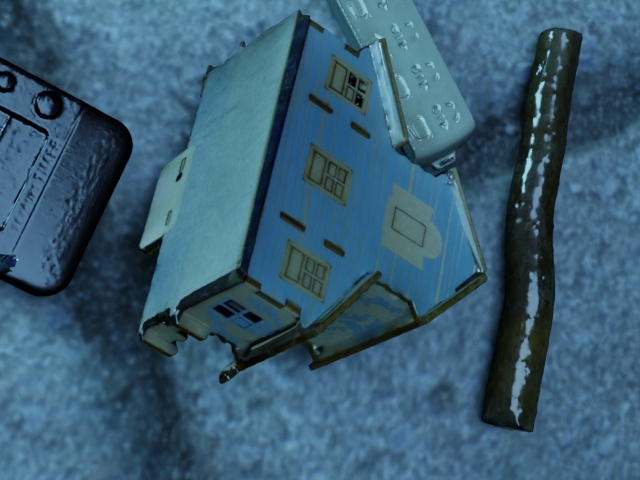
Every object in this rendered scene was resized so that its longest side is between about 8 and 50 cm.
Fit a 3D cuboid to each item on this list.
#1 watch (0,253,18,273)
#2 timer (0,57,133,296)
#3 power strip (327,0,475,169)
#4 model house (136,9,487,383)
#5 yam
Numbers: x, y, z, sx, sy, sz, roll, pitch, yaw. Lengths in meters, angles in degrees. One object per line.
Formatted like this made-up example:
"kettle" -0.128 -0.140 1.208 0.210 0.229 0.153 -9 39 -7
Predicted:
"watch" -0.317 -0.125 1.252 0.274 0.068 0.276 7 73 8
"timer" -0.245 -0.057 1.324 0.187 0.055 0.144 28 76 -16
"power strip" 0.046 -0.173 1.446 0.060 0.027 0.253 -28 92 -19
"model house" 0.000 0.000 1.331 0.206 0.178 0.271 30 51 -27
"yam" 0.171 -0.012 1.456 0.045 0.045 0.327 18 76 -38
